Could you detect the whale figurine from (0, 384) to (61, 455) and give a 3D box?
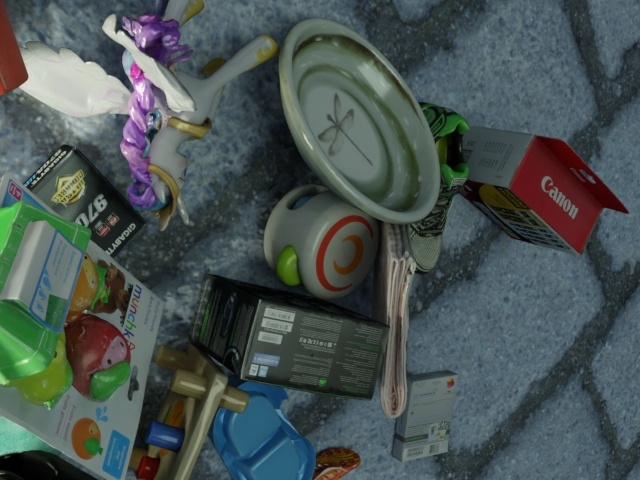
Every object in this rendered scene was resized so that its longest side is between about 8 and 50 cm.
[{"bbox_3d":[-0.478,0.270,1.222,0.271,0.216,0.141,-6,61,-40],"label":"whale figurine"}]

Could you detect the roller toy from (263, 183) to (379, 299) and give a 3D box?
[{"bbox_3d":[0.000,0.000,1.550,0.209,0.146,0.191,25,90,-48],"label":"roller toy"}]

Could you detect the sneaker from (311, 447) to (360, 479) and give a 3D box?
[{"bbox_3d":[0.005,0.478,1.741,0.175,0.064,0.068,-17,131,-28],"label":"sneaker"}]

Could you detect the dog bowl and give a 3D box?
[{"bbox_3d":[-0.119,0.377,1.602,0.166,0.074,0.297,-37,121,-24],"label":"dog bowl"}]

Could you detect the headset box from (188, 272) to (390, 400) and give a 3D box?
[{"bbox_3d":[-0.065,0.157,1.451,0.246,0.283,0.131,15,90,-28],"label":"headset box"}]

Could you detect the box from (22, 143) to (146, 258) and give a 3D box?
[{"bbox_3d":[-0.402,-0.010,1.301,0.220,0.051,0.175,-49,125,-17],"label":"box"}]

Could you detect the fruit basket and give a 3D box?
[{"bbox_3d":[-0.346,0.121,1.182,0.353,0.165,0.327,44,37,-36],"label":"fruit basket"}]

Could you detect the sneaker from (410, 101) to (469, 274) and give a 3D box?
[{"bbox_3d":[0.213,-0.097,1.686,0.134,0.146,0.344,-7,107,-36],"label":"sneaker"}]

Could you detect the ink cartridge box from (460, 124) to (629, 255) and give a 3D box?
[{"bbox_3d":[0.448,-0.100,1.783,0.309,0.271,0.130,34,81,-37],"label":"ink cartridge box"}]

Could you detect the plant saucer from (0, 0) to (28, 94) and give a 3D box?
[{"bbox_3d":[-0.507,-0.242,1.016,0.258,0.048,0.258,-10,150,-10],"label":"plant saucer"}]

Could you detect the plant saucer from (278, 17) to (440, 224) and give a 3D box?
[{"bbox_3d":[0.052,-0.196,1.498,0.400,0.100,0.401,29,46,-35],"label":"plant saucer"}]

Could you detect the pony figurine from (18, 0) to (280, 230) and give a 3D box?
[{"bbox_3d":[-0.240,-0.241,1.257,0.351,0.302,0.364,48,57,-44],"label":"pony figurine"}]

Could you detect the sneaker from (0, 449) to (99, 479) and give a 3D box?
[{"bbox_3d":[-0.464,0.427,1.210,0.169,0.447,0.258,-35,113,-75],"label":"sneaker"}]

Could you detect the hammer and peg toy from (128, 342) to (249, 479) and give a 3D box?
[{"bbox_3d":[-0.248,0.360,1.381,0.127,0.266,0.362,23,86,-19],"label":"hammer and peg toy"}]

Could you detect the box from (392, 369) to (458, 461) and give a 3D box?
[{"bbox_3d":[0.234,0.390,1.896,0.145,0.038,0.186,-1,103,-37],"label":"box"}]

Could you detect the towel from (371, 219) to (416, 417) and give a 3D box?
[{"bbox_3d":[0.132,0.101,1.557,0.053,0.332,0.317,2,116,0],"label":"towel"}]
